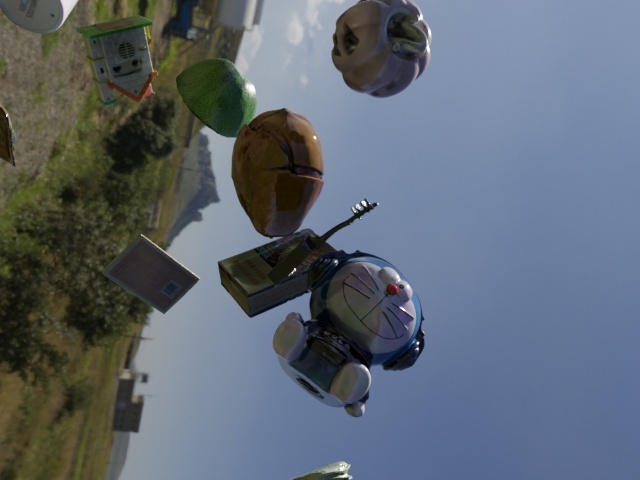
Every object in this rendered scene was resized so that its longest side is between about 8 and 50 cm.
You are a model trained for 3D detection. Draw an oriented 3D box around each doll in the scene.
[{"bbox_3d":[0.066,0.167,1.096,0.310,0.284,0.240,-50,177,-25],"label":"doll"}]

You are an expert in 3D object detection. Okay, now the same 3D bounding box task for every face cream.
[{"bbox_3d":[-0.409,-0.466,0.893,0.102,0.101,0.346,120,-22,-45],"label":"face cream"}]

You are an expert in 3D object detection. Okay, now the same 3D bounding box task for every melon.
[{"bbox_3d":[-0.298,-0.435,1.665,0.169,0.265,0.129,-40,-157,22],"label":"melon"}]

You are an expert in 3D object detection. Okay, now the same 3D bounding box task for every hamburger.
[{"bbox_3d":[-0.004,0.467,1.047,0.140,0.133,0.063,-25,-112,18],"label":"hamburger"}]

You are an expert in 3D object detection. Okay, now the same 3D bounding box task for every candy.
[{"bbox_3d":[-0.715,-0.263,1.156,0.101,0.271,0.143,-38,149,-37],"label":"candy"}]

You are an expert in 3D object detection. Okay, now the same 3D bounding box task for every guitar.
[{"bbox_3d":[-0.001,-0.002,0.997,0.271,0.038,0.084,-39,-176,34],"label":"guitar"}]

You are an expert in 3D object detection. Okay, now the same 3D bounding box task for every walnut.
[{"bbox_3d":[-0.095,-0.131,1.240,0.209,0.208,0.336,-99,-167,-47],"label":"walnut"}]

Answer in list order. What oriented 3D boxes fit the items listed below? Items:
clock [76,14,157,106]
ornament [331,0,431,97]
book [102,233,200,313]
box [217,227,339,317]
[{"bbox_3d":[-0.663,-0.595,1.850,0.106,0.219,0.255,35,-40,36],"label":"clock"},{"bbox_3d":[0.112,-0.346,0.976,0.177,0.177,0.178,-168,-90,-72],"label":"ornament"},{"bbox_3d":[-0.517,0.108,1.699,0.170,0.241,0.018,-44,-148,4],"label":"book"},{"bbox_3d":[-0.111,0.082,1.560,0.198,0.310,0.084,38,-40,47],"label":"box"}]
